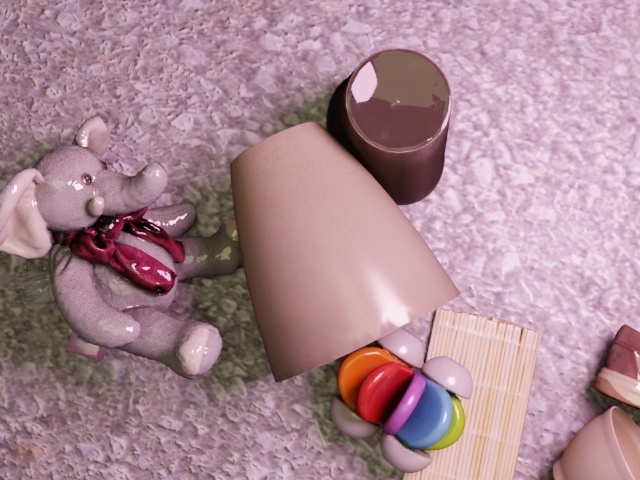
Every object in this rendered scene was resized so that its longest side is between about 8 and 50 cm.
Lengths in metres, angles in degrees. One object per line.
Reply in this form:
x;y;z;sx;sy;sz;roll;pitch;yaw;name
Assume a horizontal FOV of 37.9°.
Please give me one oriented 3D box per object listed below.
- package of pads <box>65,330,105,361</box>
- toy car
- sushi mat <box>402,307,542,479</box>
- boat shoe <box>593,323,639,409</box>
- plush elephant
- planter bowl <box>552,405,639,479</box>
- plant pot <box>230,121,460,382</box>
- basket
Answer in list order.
-0.312;0.121;1.279;0.050;0.032;0.083;18;85;-1;package of pads
0.102;0.205;1.208;0.182;0.136;0.159;32;90;14;toy car
0.202;0.258;1.274;0.151;0.019;0.317;12;85;2;sushi mat
0.543;0.204;1.232;0.341;0.123;0.123;20;86;8;boat shoe
-0.264;-0.017;1.166;0.329;0.272;0.255;5;129;15;plush elephant
0.373;0.312;1.212;0.109;0.162;0.162;-31;85;24;planter bowl
0.000;0.000;1.173;0.256;0.256;0.274;-26;87;-2;plant pot
0.091;-0.157;1.208;0.154;0.227;0.204;-30;85;-3;basket
